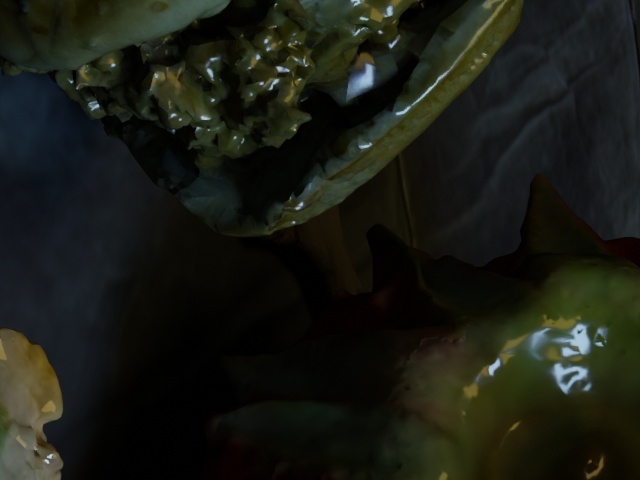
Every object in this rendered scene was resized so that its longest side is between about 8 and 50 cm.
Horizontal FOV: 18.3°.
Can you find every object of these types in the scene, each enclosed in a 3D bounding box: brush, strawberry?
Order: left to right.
[{"bbox_3d":[0.000,0.000,0.732,0.070,0.021,0.196,-61,139,-43],"label":"brush"},{"bbox_3d":[0.086,0.166,0.658,0.343,0.292,0.292,86,21,-46],"label":"strawberry"}]

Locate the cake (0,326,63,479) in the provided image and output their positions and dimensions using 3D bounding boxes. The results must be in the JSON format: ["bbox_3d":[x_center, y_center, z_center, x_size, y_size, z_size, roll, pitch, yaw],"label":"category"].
[{"bbox_3d":[-0.140,0.017,0.398,0.225,0.090,0.109,59,42,-40],"label":"cake"}]

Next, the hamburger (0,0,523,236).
[{"bbox_3d":[-0.033,-0.099,0.556,0.131,0.159,0.185,38,9,-43],"label":"hamburger"}]
